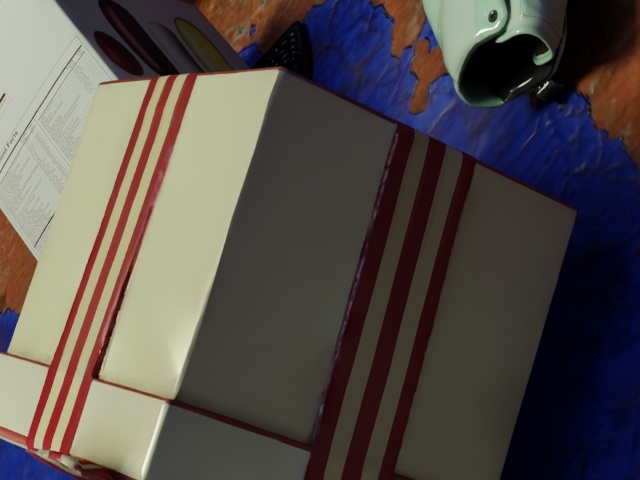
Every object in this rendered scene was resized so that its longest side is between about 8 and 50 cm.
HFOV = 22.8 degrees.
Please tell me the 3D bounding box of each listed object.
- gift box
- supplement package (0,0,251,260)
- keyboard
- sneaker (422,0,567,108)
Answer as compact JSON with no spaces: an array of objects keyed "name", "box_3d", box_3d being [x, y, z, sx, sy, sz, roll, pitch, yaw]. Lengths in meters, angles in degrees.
[{"name":"gift box","box_3d":[-0.030,0.060,0.887,0.276,0.255,0.258,5,75,62]},{"name":"supplement package","box_3d":[-0.142,-0.079,1.205,0.203,0.194,0.149,50,116,29]},{"name":"keyboard","box_3d":[-0.076,-0.096,1.315,0.192,0.038,0.100,-45,41,34]},{"name":"sneaker","box_3d":[0.155,-0.194,0.978,0.256,0.094,0.151,-56,29,38]}]
